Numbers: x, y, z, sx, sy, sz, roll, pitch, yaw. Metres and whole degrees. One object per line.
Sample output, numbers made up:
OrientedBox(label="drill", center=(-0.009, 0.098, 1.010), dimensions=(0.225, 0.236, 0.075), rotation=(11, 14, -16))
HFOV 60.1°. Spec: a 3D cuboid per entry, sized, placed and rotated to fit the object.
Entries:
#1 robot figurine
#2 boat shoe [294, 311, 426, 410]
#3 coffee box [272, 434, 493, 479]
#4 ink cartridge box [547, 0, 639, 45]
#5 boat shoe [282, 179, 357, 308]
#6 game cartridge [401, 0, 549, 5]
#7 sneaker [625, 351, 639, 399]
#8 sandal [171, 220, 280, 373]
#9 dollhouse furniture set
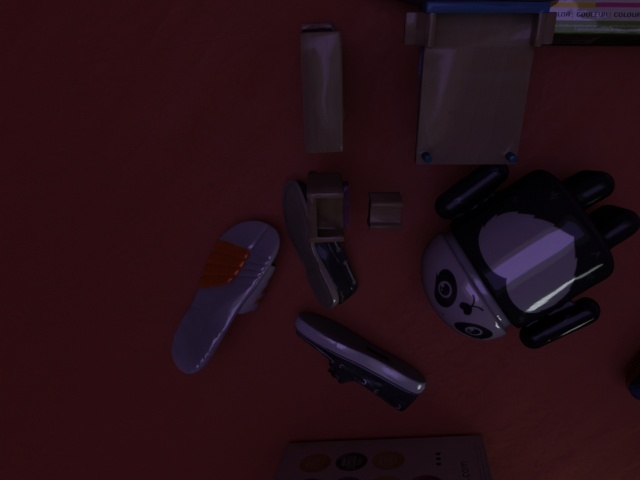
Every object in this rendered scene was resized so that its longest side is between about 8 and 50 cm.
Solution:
OrientedBox(label="robot figurine", center=(0.269, 0.017, 0.742), dimensions=(0.278, 0.173, 0.209), rotation=(-34, 52, 14))
OrientedBox(label="boat shoe", center=(0.052, 0.195, 0.870), dimensions=(0.228, 0.080, 0.076), rotation=(28, 102, -4))
OrientedBox(label="coffee box", center=(0.094, 0.522, 0.784), dimensions=(0.334, 0.337, 0.339), rotation=(-6, 101, 11))
OrientedBox(label="ink cartridge box", center=(0.373, -0.383, 0.692), dimensions=(0.188, 0.097, 0.256), rotation=(4, 101, 10))
OrientedBox(label="boat shoe", center=(0.000, 0.000, 0.858), dimensions=(0.064, 0.075, 0.206), rotation=(-20, 91, -30))
OrientedBox(label="game cartridge", center=(0.174, -0.397, 0.694), dimensions=(0.297, 0.062, 0.198), rotation=(20, 100, 29))
OrientedBox(label="sneaker", center=(0.573, 0.153, 0.749), dimensions=(0.296, 0.112, 0.131), rotation=(-39, 92, 15))
OrientedBox(label="sandal", center=(-0.146, 0.089, 0.879), dimensions=(0.102, 0.076, 0.265), rotation=(33, 93, 26))
OrientedBox(label="dollhouse furniture set", center=(0.128, -0.167, 0.742), dimensions=(0.303, 0.198, 0.287), rotation=(-2, 115, 0))
